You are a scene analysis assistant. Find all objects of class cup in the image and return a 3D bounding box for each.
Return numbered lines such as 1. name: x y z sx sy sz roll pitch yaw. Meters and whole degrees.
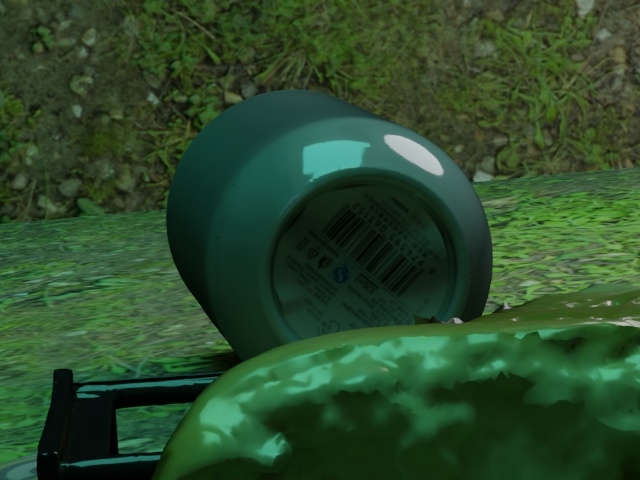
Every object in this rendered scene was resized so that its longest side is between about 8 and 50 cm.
1. cup: 0.000 0.000 1.250 0.205 0.205 0.312 -7 9 -8

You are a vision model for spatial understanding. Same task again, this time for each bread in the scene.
1. bread: 0.070 0.102 0.528 0.224 0.184 0.211 -3 7 1

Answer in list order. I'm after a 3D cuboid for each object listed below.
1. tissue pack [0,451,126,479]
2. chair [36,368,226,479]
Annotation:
1. tissue pack: -0.110 0.140 0.831 0.148 0.060 0.108 -1 10 38
2. chair: -0.082 0.129 0.636 0.260 0.141 0.154 -4 7 -6
